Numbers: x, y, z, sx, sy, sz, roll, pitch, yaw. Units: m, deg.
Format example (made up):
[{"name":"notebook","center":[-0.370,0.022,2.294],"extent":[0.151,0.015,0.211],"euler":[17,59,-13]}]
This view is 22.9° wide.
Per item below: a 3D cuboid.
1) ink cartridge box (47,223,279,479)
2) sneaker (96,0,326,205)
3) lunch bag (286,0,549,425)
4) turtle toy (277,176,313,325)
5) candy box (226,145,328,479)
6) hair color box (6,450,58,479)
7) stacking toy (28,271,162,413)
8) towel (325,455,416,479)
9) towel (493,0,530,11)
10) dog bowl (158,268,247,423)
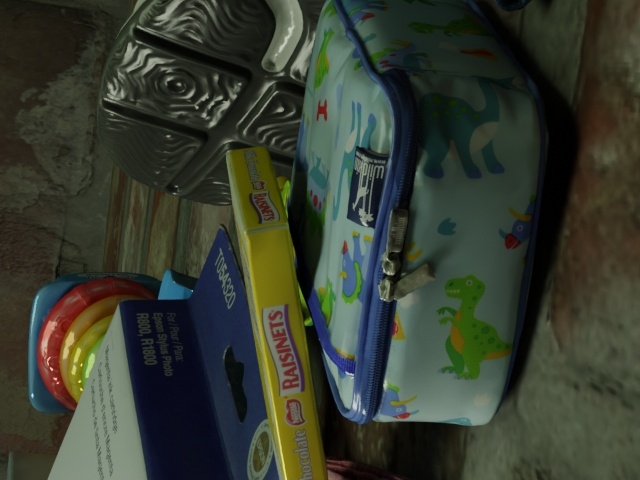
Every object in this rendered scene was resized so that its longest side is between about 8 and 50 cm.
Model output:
[{"name":"ink cartridge box","center":[-0.130,0.194,1.143],"extent":[0.324,0.071,0.330],"euler":[-113,41,-58]},{"name":"sneaker","center":[-0.014,-0.233,1.030],"extent":[0.447,0.169,0.257],"euler":[121,162,-46]},{"name":"lunch bag","center":[0.039,-0.020,0.768],"extent":[0.219,0.090,0.176],"euler":[-107,22,-63]},{"name":"turtle toy","center":[0.000,0.000,0.982],"extent":[0.095,0.066,0.130],"euler":[-105,24,-59]},{"name":"candy box","center":[-0.019,0.064,0.824],"extent":[0.105,0.027,0.206],"euler":[-103,5,-64]},{"name":"hair color box","center":[-0.226,0.348,1.576],"extent":[0.374,0.185,0.114],"euler":[-115,32,-67]},{"name":"stacking toy","center":[-0.202,0.146,1.705],"extent":[0.302,0.175,0.166],"euler":[-150,63,-64]},{"name":"towel","center":[0.011,0.289,0.876],"extent":[0.237,0.037,0.329],"euler":[157,117,-77]},{"name":"towel","center":[0.089,-0.163,0.740],"extent":[0.119,0.029,0.067],"euler":[-100,20,-49]},{"name":"dog bowl","center":[-0.099,0.134,1.359],"extent":[0.297,0.074,0.166],"euler":[-115,33,-68]}]
